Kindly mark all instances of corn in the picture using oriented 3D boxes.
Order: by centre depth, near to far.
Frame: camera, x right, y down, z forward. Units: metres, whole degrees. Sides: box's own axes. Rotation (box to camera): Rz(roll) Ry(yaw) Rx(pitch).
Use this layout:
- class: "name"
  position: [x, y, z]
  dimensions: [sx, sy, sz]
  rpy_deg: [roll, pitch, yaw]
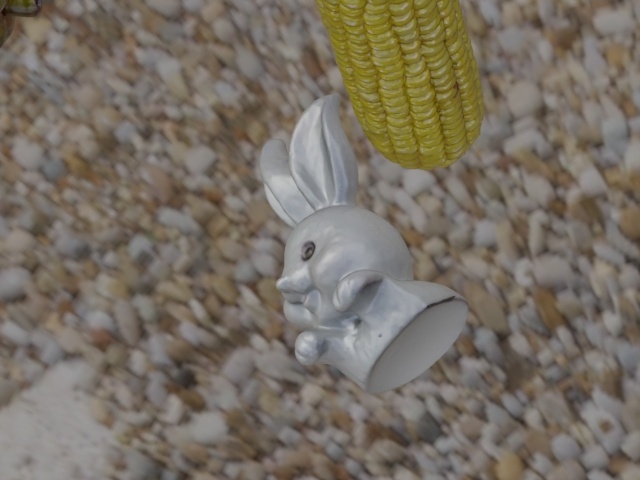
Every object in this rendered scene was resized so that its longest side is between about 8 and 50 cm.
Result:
- class: "corn"
  position: [0.034, -0.103, 0.909]
  dimensions: [0.067, 0.206, 0.067]
  rpy_deg: [-9, 54, 13]

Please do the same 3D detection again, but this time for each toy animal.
- class: "toy animal"
  position: [0.002, 0.001, 1.425]
  dimensions: [0.131, 0.104, 0.221]
  rpy_deg: [-21, 64, -34]

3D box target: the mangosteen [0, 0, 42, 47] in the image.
- class: "mangosteen"
  position: [-0.366, -0.243, 1.860]
  dimensions: [0.200, 0.200, 0.200]
  rpy_deg: [-4, 74, 13]
